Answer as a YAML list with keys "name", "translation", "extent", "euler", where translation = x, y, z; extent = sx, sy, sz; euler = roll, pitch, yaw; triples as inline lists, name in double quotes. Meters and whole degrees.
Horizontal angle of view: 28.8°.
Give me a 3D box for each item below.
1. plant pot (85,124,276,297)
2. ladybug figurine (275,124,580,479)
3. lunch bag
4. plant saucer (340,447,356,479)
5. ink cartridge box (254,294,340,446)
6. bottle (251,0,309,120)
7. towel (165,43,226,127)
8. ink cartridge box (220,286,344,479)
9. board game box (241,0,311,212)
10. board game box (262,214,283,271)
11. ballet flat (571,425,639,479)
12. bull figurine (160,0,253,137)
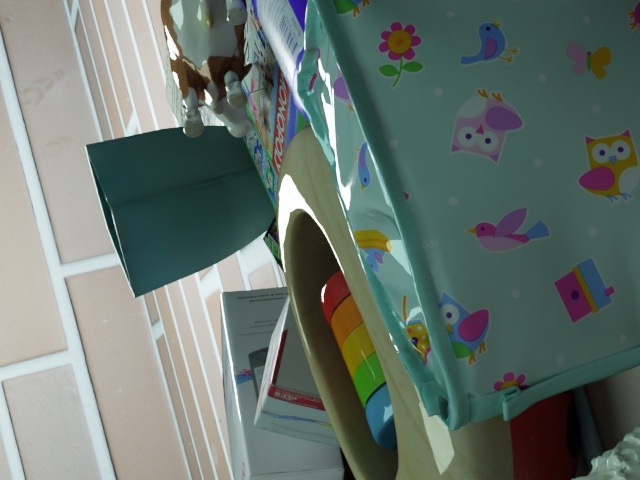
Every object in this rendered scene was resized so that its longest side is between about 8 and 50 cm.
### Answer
- name: "plant pot"
  translation: [-0.187, -0.061, 1.764]
  extent: [0.165, 0.234, 0.165]
  euler: [-120, 17, -47]
- name: "ladybug figurine"
  translation: [0.093, 0.088, 1.078]
  extent: [0.305, 0.162, 0.449]
  euler: [105, 148, -58]
- name: "lunch bag"
  translation: [0.127, -0.037, 0.750]
  extent: [0.160, 0.223, 0.262]
  euler: [104, 146, -70]
- name: "plant saucer"
  translation: [0.087, 0.336, 1.523]
  extent: [0.310, 0.050, 0.310]
  euler: [166, 90, -73]
- name: "ink cartridge box"
  translation: [0.004, 0.148, 1.428]
  extent: [0.176, 0.127, 0.128]
  euler: [111, 171, -64]
- name: "bottle"
  translation: [-0.022, -0.256, 1.308]
  extent: [0.118, 0.092, 0.283]
  euler: [97, 155, -55]
- name: "towel"
  translation: [-0.172, -0.240, 1.937]
  extent: [0.324, 0.056, 0.312]
  euler: [101, 148, -52]
- name: "ink cartridge box"
  translation: [-0.060, 0.247, 1.702]
  extent: [0.226, 0.131, 0.306]
  euler: [96, 165, -48]
- name: "board game box"
  translation: [-0.049, -0.185, 1.549]
  extent: [0.317, 0.046, 0.213]
  euler: [97, 155, -52]
- name: "board game box"
  translation: [0.000, 0.000, 1.488]
  extent: [0.136, 0.030, 0.259]
  euler: [56, 156, 11]
- name: "ballet flat"
  translation: [0.269, 0.257, 0.682]
  extent: [0.409, 0.147, 0.147]
  euler: [-125, 26, -49]
- name: "bull figurine"
  translation: [-0.130, -0.235, 1.448]
  extent: [0.188, 0.101, 0.310]
  euler: [-106, 8, -55]
